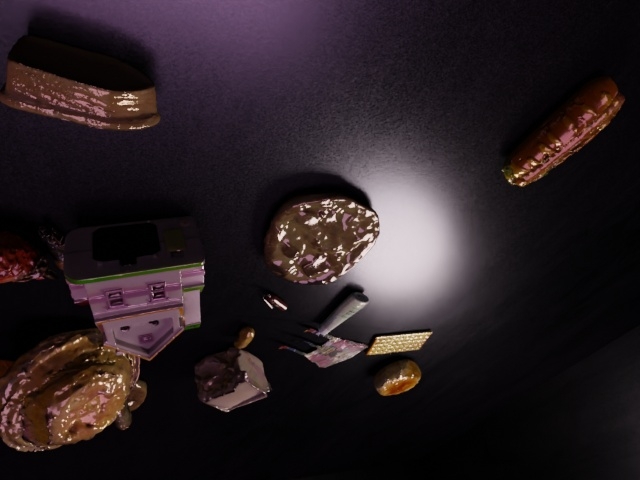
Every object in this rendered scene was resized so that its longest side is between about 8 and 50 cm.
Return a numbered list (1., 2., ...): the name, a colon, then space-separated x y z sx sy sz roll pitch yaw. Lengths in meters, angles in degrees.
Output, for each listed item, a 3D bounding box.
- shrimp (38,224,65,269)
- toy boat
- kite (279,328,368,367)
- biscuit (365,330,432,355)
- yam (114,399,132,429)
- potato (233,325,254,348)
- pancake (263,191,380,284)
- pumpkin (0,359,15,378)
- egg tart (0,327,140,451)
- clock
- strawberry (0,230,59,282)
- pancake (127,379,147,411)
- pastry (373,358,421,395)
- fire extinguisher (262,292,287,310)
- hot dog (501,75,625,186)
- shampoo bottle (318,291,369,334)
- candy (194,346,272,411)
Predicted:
1. shrimp: -0.493 0.011 0.840 0.091 0.034 0.161 -21 149 -14
2. toy boat: -0.312 -0.208 0.575 0.188 0.116 0.061 8 128 -26
3. kite: 0.011 0.367 1.448 0.204 0.022 0.360 -31 143 17
4. biscuit: 0.286 0.378 1.562 0.231 0.016 0.139 -2 138 -19
5. yam: -0.610 0.463 1.258 0.061 0.061 0.253 -7 124 -12
6. potato: -0.222 0.283 1.245 0.045 0.046 0.092 35 119 6
7. pancake: 0.000 0.000 0.987 0.294 0.049 0.294 -10 137 -9
8. pumpkin: -0.778 0.375 1.123 0.280 0.190 0.139 -42 165 -48
9. egg tart: -0.594 0.378 1.044 0.352 0.150 0.352 -31 133 -39
10. clock: -0.370 0.115 0.887 0.235 0.166 0.310 -8 135 -22
11. strawberry: -0.615 0.035 0.773 0.235 0.107 0.175 -7 177 -10
12. pancake: -0.669 0.494 1.325 0.241 0.050 0.242 -10 134 -11
13. pastry: 0.310 0.550 1.713 0.192 0.093 0.182 10 133 -35
14. fire extinguisher: -0.133 0.165 1.155 0.046 0.032 0.100 3 152 33
15. hot dog: 0.508 -0.217 0.898 0.115 0.072 0.269 7 135 -38
16. shampoo bottle: 0.061 0.222 1.276 0.069 0.041 0.191 15 132 -40
17. candy: -0.271 0.436 1.334 0.184 0.137 0.195 -24 142 9
